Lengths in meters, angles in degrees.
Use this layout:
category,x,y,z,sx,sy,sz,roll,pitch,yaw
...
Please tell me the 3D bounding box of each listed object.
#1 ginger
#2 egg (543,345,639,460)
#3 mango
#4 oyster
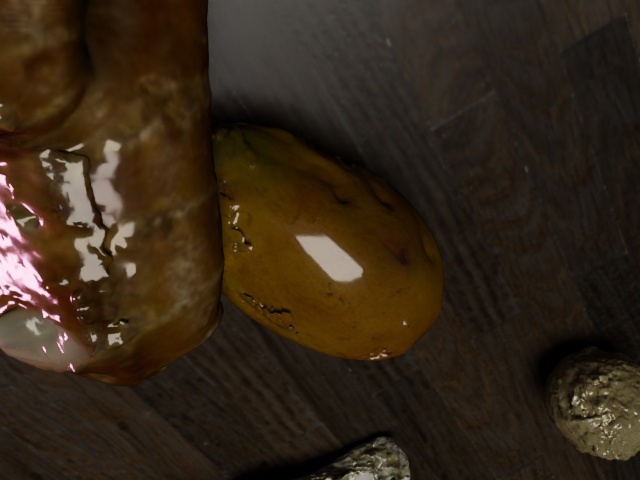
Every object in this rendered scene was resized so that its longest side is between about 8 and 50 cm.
category,x,y,z,sx,sy,sz,roll,pitch,yaw
ginger,-0.173,-0.074,0.398,0.176,0.254,0.418,18,121,28
egg,0.310,0.177,0.745,0.140,0.116,0.118,21,87,-29
mango,0.000,0.000,0.556,0.248,0.151,0.156,38,64,-17
oyster,-0.005,0.277,0.781,0.200,0.061,0.106,-3,140,-9
